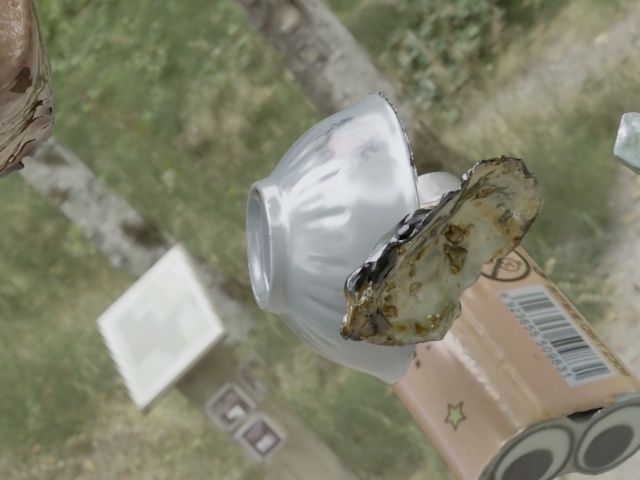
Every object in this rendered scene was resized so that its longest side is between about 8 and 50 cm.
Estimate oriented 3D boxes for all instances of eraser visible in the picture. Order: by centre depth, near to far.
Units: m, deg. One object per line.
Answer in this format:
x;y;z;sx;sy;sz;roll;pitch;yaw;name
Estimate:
0.120;0.063;1.170;0.171;0.290;0.087;-10;-49;-26;eraser

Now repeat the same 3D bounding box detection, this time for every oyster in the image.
0.038;0.004;0.498;0.083;0.054;0.019;-46;49;-4;oyster

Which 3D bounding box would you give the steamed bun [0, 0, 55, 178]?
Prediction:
-0.346;-0.112;1.052;0.301;0.199;0.251;-24;-7;-11;steamed bun

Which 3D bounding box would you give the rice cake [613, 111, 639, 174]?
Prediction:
0.247;-0.060;1.048;0.222;0.080;0.042;-11;-62;-76;rice cake

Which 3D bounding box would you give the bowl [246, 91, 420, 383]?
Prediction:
0.000;0.000;0.962;0.086;0.189;0.189;-3;-1;-14;bowl
